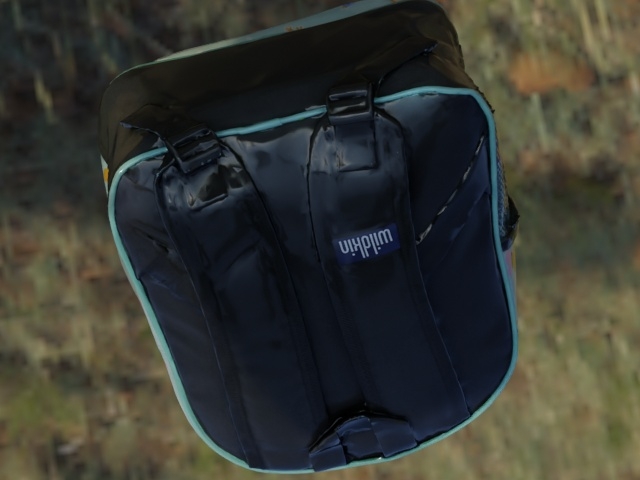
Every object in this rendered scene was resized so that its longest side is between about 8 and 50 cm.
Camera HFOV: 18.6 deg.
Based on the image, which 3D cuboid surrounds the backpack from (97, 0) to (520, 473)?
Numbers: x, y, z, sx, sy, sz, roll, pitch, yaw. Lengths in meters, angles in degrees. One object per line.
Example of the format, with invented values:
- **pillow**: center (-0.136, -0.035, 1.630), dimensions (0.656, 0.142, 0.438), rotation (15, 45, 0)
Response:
- **backpack**: center (0.000, 0.000, 0.833), dimensions (0.166, 0.188, 0.144), rotation (-16, -151, 0)
